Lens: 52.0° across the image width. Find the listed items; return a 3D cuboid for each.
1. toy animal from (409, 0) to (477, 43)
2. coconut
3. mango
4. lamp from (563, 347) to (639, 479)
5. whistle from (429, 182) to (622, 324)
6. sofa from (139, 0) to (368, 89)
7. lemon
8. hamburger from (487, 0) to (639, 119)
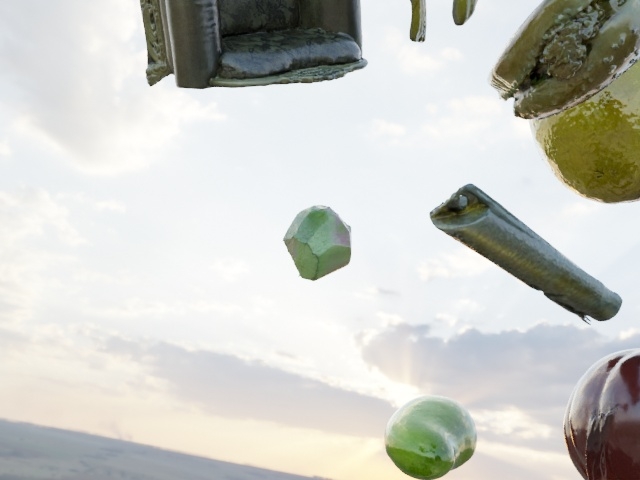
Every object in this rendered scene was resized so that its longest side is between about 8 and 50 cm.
[{"bbox_3d":[0.036,-0.193,0.394,0.155,0.219,0.095,33,-50,-19],"label":"toy animal"},{"bbox_3d":[0.000,0.000,0.765,0.081,0.082,0.083,-29,7,-21],"label":"coconut"},{"bbox_3d":[0.215,0.392,1.294,0.175,0.142,0.293,8,3,20],"label":"mango"},{"bbox_3d":[0.463,0.260,0.820,0.303,0.256,0.303,24,-23,11],"label":"lamp"},{"bbox_3d":[0.267,0.023,0.828,0.327,0.057,0.068,30,-61,-30],"label":"whistle"},{"bbox_3d":[-0.061,-0.272,0.693,0.182,0.199,0.258,14,27,43],"label":"sofa"},{"bbox_3d":[0.451,-0.187,1.032,0.263,0.236,0.236,45,-9,21],"label":"lemon"},{"bbox_3d":[0.283,-0.217,0.733,0.122,0.215,0.189,47,-40,2],"label":"hamburger"}]
